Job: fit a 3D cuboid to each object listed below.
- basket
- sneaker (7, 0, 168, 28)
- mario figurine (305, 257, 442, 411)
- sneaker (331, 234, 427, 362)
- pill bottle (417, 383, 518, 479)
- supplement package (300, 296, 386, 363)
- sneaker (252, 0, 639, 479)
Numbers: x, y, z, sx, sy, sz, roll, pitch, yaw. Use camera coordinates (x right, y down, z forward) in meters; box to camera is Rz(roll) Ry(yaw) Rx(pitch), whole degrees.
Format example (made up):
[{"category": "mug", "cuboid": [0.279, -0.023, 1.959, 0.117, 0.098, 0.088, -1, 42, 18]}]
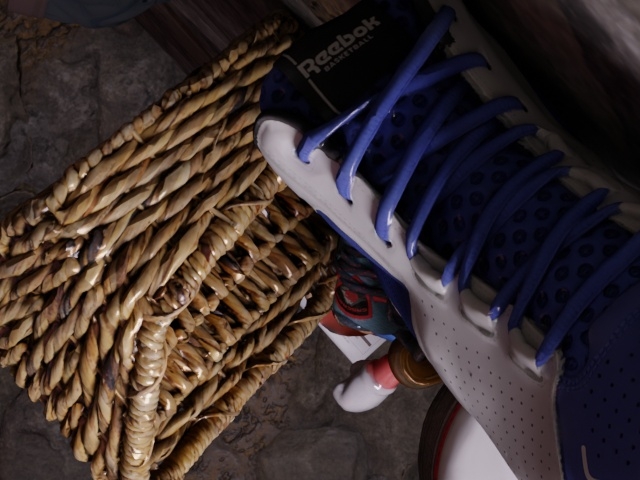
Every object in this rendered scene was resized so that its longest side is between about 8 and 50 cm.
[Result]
[{"category": "basket", "cuboid": [-0.066, 0.005, 0.983, 0.223, 0.299, 0.213, 52, 136, -6]}, {"category": "sneaker", "cuboid": [-0.175, -0.261, 1.188, 0.150, 0.135, 0.366, 8, 178, -15]}, {"category": "mario figurine", "cuboid": [0.045, 0.056, 1.328, 0.170, 0.198, 0.320, 35, 176, -9]}, {"category": "sneaker", "cuboid": [0.060, 0.015, 0.999, 0.104, 0.125, 0.262, 45, 177, 37]}, {"category": "pill bottle", "cuboid": [0.153, 0.149, 0.919, 0.176, 0.176, 0.318, 47, 178, 3]}, {"category": "supplement package", "cuboid": [0.000, 0.000, 1.725, 0.204, 0.145, 0.262, 49, 178, -21]}, {"category": "sneaker", "cuboid": [0.061, -0.005, 0.559, 0.182, 0.127, 0.315, 46, 180, -23]}]
